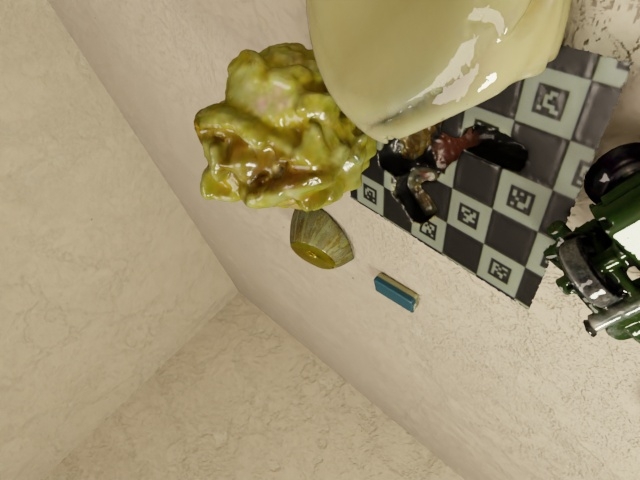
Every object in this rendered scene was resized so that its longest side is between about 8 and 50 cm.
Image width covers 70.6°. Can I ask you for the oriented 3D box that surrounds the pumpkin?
[{"bbox_3d":[-0.016,0.006,1.218,0.217,0.110,0.217,33,153,19],"label":"pumpkin"}]

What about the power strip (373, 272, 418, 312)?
[{"bbox_3d":[0.192,0.132,1.143,0.123,0.032,0.056,31,156,33],"label":"power strip"}]

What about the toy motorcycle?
[{"bbox_3d":[0.362,0.025,0.457,0.275,0.127,0.205,35,126,-15],"label":"toy motorcycle"}]

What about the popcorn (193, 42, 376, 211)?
[{"bbox_3d":[-0.040,-0.139,0.628,0.212,0.259,0.259,22,152,25],"label":"popcorn"}]

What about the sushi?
[{"bbox_3d":[0.178,-0.127,0.609,0.359,0.064,0.343,37,148,36],"label":"sushi"}]

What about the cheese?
[{"bbox_3d":[0.095,-0.228,0.434,0.266,0.127,0.233,-10,101,52],"label":"cheese"}]
